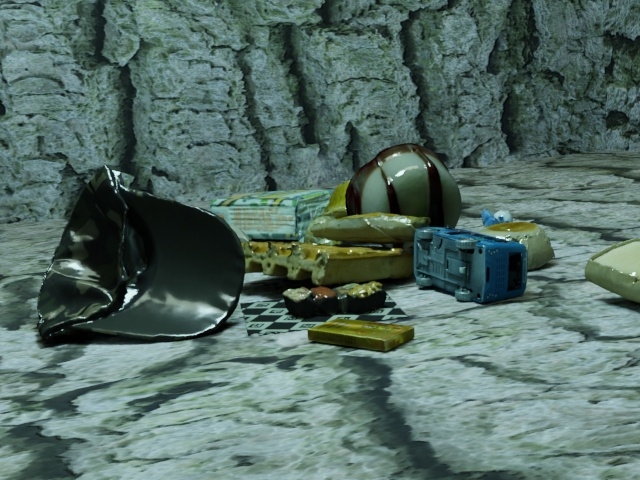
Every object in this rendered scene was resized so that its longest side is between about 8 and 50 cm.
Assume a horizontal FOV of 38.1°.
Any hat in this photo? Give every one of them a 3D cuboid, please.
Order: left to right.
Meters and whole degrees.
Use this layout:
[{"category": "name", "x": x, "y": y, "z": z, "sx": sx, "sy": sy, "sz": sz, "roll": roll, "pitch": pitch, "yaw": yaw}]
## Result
[{"category": "hat", "x": -0.339, "y": 0.068, "z": 1.748, "sx": 0.381, "sy": 0.366, "sz": 0.257, "roll": 21, "pitch": -20, "yaw": -3}]

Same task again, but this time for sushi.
[{"category": "sushi", "x": -0.004, "y": 0.107, "z": 1.724, "sx": 0.290, "sy": 0.050, "sz": 0.264, "roll": -6, "pitch": 9, "yaw": -6}]

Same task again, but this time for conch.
[{"category": "conch", "x": 0.006, "y": -0.002, "z": 2.235, "sx": 0.116, "sy": 0.106, "sz": 0.173, "roll": -33, "pitch": 4, "yaw": -28}]

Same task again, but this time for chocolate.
[{"category": "chocolate", "x": 0.213, "y": -0.077, "z": 2.213, "sx": 0.283, "sy": 0.283, "sz": 0.186, "roll": -7, "pitch": 31, "yaw": -15}]

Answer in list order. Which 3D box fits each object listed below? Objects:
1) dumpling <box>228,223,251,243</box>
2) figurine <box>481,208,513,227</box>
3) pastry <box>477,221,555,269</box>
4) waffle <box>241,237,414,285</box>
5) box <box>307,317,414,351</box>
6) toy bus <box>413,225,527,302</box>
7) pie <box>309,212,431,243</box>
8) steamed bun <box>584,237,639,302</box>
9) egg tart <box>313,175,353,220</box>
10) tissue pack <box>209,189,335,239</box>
[{"category": "dumpling", "x": -0.223, "y": 0.016, "z": 2.263, "sx": 0.127, "sy": 0.108, "sz": 0.188, "roll": 17, "pitch": -24, "yaw": -39}, {"category": "figurine", "x": 0.441, "y": -0.038, "z": 2.275, "sx": 0.079, "sy": 0.114, "sz": 0.114, "roll": -49, "pitch": 8, "yaw": 9}, {"category": "pastry", "x": 0.410, "y": 0.012, "z": 1.974, "sx": 0.166, "sy": 0.088, "sz": 0.166, "roll": -6, "pitch": 12, "yaw": 1}, {"category": "waffle", "x": -0.001, "y": 0.040, "z": 1.945, "sx": 0.304, "sy": 0.077, "sz": 0.348, "roll": 0, "pitch": 3, "yaw": -44}, {"category": "box", "x": 0.065, "y": 0.151, "z": 1.504, "sx": 0.156, "sy": 0.022, "sz": 0.089, "roll": 3, "pitch": 13, "yaw": 40}, {"category": "toy bus", "x": 0.281, "y": 0.041, "z": 1.783, "sx": 0.134, "sy": 0.113, "sz": 0.246, "roll": -4, "pitch": 10, "yaw": -24}, {"category": "pie", "x": 0.108, "y": -0.025, "z": 1.991, "sx": 0.282, "sy": 0.068, "sz": 0.128, "roll": -3, "pitch": -5, "yaw": 35}, {"category": "steamed bun", "x": 0.597, "y": 0.052, "z": 1.565, "sx": 0.212, "sy": 0.110, "sz": 0.231, "roll": -26, "pitch": 18, "yaw": -15}, {"category": "egg tart", "x": 0.143, "y": -0.105, "z": 2.475, "sx": 0.345, "sy": 0.132, "sz": 0.345, "roll": -11, "pitch": -5, "yaw": -1}, {"category": "tissue pack", "x": -0.128, "y": -0.075, "z": 2.642, "sx": 0.311, "sy": 0.128, "sz": 0.228, "roll": 1, "pitch": 9, "yaw": 33}]
